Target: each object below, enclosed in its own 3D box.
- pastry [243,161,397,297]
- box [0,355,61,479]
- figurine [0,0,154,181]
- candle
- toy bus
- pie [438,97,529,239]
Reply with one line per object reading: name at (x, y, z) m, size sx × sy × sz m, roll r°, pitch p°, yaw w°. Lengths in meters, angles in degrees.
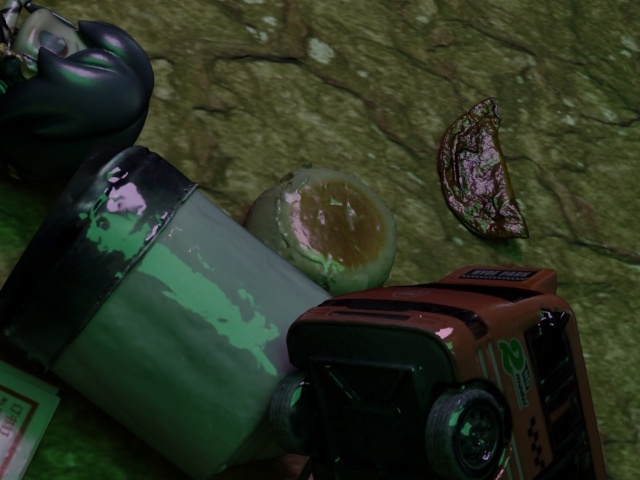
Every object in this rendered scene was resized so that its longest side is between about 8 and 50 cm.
pastry at (0.000, 0.000, 1.507) m, size 0.166 × 0.088 × 0.165 m, roll 13°, pitch 53°, yaw -18°
box at (-0.319, 0.197, 1.237) m, size 0.123 × 0.050 × 0.229 m, roll 29°, pitch 51°, yaw -9°
figurine at (-0.293, -0.160, 1.393) m, size 0.265 × 0.197 × 0.175 m, roll 19°, pitch 51°, yaw 10°
candle at (-0.114, 0.081, 1.311) m, size 0.343 × 0.221 × 0.221 m, roll 37°, pitch 50°, yaw -5°
toy bus at (0.130, 0.235, 1.233) m, size 0.233 × 0.203 × 0.426 m, roll -27°, pitch 111°, yaw -43°
pie at (0.180, -0.080, 1.687) m, size 0.088 × 0.033 × 0.191 m, roll -3°, pitch 62°, yaw -11°
